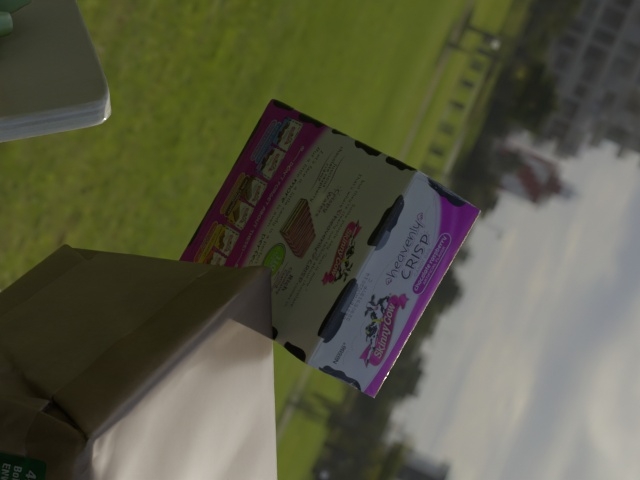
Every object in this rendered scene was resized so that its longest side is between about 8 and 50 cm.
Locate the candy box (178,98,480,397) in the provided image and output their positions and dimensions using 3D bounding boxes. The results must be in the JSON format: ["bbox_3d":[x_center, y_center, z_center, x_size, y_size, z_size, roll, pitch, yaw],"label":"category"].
[{"bbox_3d":[0.000,0.000,1.408,0.159,0.071,0.233,-60,-148,2],"label":"candy box"}]

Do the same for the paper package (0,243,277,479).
[{"bbox_3d":[-0.152,0.202,1.277,0.309,0.168,0.324,-46,139,-61],"label":"paper package"}]

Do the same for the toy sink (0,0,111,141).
[{"bbox_3d":[-0.241,-0.135,0.993,0.153,0.234,0.131,-115,-160,-51],"label":"toy sink"}]
